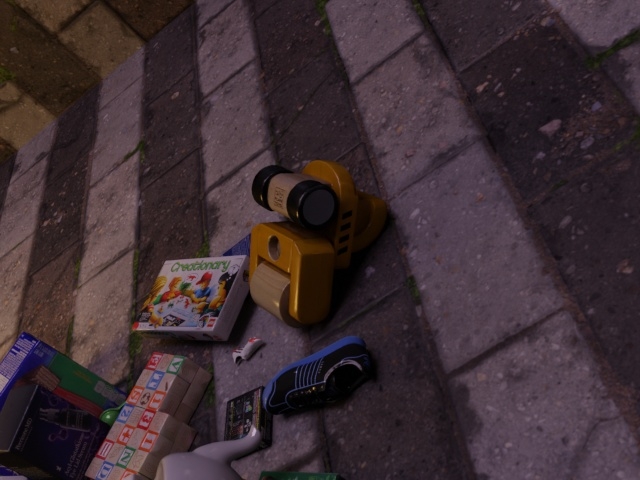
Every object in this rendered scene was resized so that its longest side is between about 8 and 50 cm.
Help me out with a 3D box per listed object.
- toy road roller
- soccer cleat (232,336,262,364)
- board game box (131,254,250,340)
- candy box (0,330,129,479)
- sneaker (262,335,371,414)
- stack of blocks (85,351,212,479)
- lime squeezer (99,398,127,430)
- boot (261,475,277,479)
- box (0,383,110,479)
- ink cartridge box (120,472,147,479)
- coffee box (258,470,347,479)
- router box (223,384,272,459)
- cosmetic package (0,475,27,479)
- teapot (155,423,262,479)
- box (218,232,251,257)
[{"bbox_3d":[0.000,0.000,1.784,0.202,0.241,0.329,27,114,54],"label":"toy road roller"},{"bbox_3d":[-0.152,0.232,1.821,0.083,0.029,0.035,-31,46,27],"label":"soccer cleat"},{"bbox_3d":[-0.287,0.132,1.978,0.305,0.053,0.193,-5,53,44],"label":"board game box"},{"bbox_3d":[-0.636,0.411,1.944,0.122,0.268,0.317,10,63,55],"label":"candy box"},{"bbox_3d":[-0.009,0.264,1.587,0.232,0.081,0.090,-35,29,14],"label":"sneaker"},{"bbox_3d":[-0.345,0.389,1.815,0.171,0.087,0.297,0,55,47],"label":"stack of blocks"},{"bbox_3d":[-0.473,0.422,1.927,0.310,0.059,0.110,-58,14,-25],"label":"lime squeezer"},{"bbox_3d":[-0.042,0.482,1.372,0.106,0.082,0.219,-10,79,25],"label":"boot"},{"bbox_3d":[-0.569,0.416,1.811,0.108,0.207,0.153,-15,47,37],"label":"box"},{"bbox_3d":[-0.338,0.578,1.546,0.168,0.171,0.232,-33,37,20],"label":"ink cartridge box"},{"bbox_3d":[-0.041,0.451,1.470,0.184,0.040,0.113,-12,50,39],"label":"coffee box"},{"bbox_3d":[-0.139,0.352,1.676,0.092,0.038,0.122,-28,39,26],"label":"router box"},{"bbox_3d":[-0.654,0.616,1.831,0.099,0.060,0.239,-118,36,-51],"label":"cosmetic package"},{"bbox_3d":[-0.178,0.474,1.422,0.252,0.187,0.256,-105,27,-55],"label":"teapot"},{"bbox_3d":[-0.205,0.075,2.021,0.225,0.036,0.136,-37,37,18],"label":"box"}]
